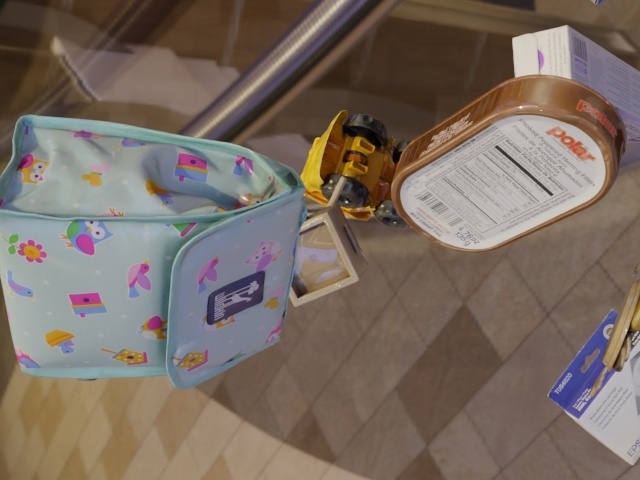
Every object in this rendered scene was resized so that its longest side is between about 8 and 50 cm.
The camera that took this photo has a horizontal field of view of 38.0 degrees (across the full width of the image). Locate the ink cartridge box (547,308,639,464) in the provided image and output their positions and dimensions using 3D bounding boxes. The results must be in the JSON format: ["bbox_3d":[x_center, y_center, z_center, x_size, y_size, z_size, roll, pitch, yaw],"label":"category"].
[{"bbox_3d":[0.589,0.285,1.804,0.223,0.224,0.045,-52,14,-4],"label":"ink cartridge box"}]

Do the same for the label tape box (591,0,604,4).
[{"bbox_3d":[0.343,-0.483,1.223,0.333,0.241,0.106,49,157,27],"label":"label tape box"}]

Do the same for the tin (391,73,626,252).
[{"bbox_3d":[0.130,-0.048,0.668,0.190,0.106,0.040,-32,31,49],"label":"tin"}]

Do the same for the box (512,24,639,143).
[{"bbox_3d":[0.319,-0.169,1.059,0.063,0.324,0.067,-6,83,37],"label":"box"}]

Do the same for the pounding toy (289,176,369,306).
[{"bbox_3d":[0.000,0.000,1.378,0.130,0.100,0.141,-23,97,19],"label":"pounding toy"}]

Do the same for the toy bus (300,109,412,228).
[{"bbox_3d":[0.069,-0.098,1.613,0.211,0.220,0.149,-30,39,62],"label":"toy bus"}]

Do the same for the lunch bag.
[{"bbox_3d":[-0.150,0.017,0.859,0.160,0.262,0.223,-91,7,-47],"label":"lunch bag"}]

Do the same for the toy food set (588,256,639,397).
[{"bbox_3d":[0.385,0.107,1.148,0.039,0.132,0.192,20,77,16],"label":"toy food set"}]
